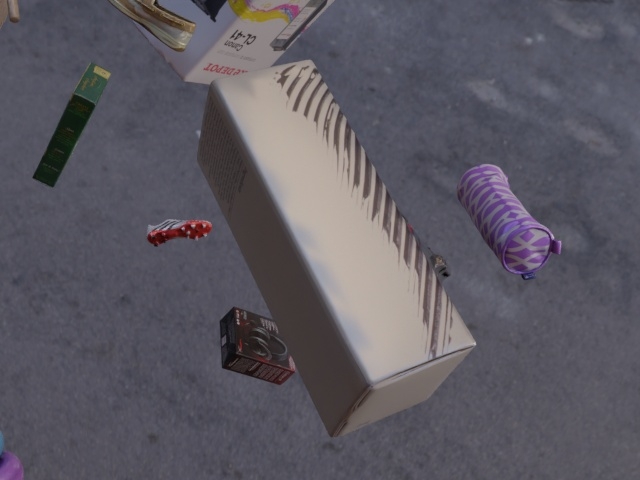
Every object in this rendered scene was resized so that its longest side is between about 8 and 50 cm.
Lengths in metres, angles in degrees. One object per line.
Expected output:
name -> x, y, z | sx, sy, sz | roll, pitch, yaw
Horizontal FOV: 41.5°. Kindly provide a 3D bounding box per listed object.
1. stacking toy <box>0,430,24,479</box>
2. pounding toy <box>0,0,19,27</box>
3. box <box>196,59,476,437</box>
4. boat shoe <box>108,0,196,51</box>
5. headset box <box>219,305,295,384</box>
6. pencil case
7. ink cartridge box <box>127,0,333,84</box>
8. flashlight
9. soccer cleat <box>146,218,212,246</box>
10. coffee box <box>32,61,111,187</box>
stacking toy -> -0.369, 0.126, 0.758 | 0.141, 0.141, 0.331 | -19, 101, -27
pounding toy -> -0.516, -0.319, 1.169 | 0.154, 0.270, 0.154 | 17, 1, -36
box -> 0.000, 0.000, 0.657 | 0.094, 0.113, 0.275 | -17, 66, -24
boat shoe -> -0.213, -0.288, 1.032 | 0.135, 0.045, 0.050 | 35, 16, -17
headset box -> -0.064, 0.114, 0.901 | 0.083, 0.032, 0.062 | 22, 40, -29
pencil case -> 0.270, -0.036, 1.235 | 0.088, 0.086, 0.206 | -15, 37, -5
ink cartridge box -> -0.078, -0.359, 1.153 | 0.131, 0.306, 0.226 | 48, 19, 9
flashlight -> 0.121, 0.027, 1.331 | 0.103, 0.304, 0.103 | 36, 88, 23
soccer cleat -> -0.180, -0.015, 1.075 | 0.083, 0.029, 0.036 | -13, 40, -10
coffee box -> -0.398, -0.185, 1.356 | 0.040, 0.184, 0.113 | 27, 35, -17
